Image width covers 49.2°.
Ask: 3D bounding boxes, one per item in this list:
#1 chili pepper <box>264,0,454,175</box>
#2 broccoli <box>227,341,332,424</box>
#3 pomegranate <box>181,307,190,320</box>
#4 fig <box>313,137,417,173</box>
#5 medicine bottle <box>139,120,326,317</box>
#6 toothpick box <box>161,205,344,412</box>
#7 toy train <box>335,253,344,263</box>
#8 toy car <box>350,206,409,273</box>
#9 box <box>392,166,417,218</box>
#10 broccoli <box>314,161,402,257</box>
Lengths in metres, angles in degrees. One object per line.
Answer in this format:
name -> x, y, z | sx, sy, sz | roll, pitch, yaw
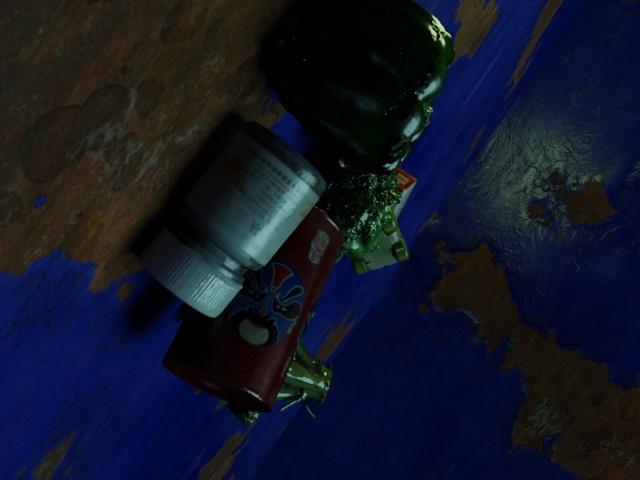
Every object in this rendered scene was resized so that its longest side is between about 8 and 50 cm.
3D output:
chili pepper -> 0.060, -0.241, 1.044 | 0.233, 0.256, 0.249 | -54, 168, -23
broccoli -> -0.115, 0.324, 1.717 | 0.321, 0.283, 0.304 | -71, -179, -74
pomegranate -> -0.171, 0.135, 1.382 | 0.204, 0.159, 0.159 | -14, 147, -24
fig -> 0.081, -0.213, 1.325 | 0.205, 0.205, 0.205 | -50, 165, -18
medicine bottle -> -0.132, -0.032, 1.068 | 0.273, 0.165, 0.165 | -51, 166, -3
toothpick box -> -0.110, 0.104, 1.216 | 0.204, 0.204, 0.334 | 92, 19, -65
toy train -> 0.000, 0.000, 1.700 | 0.071, 0.104, 0.178 | -50, 165, -2
toy car -> 0.124, -0.053, 1.778 | 0.145, 0.235, 0.235 | -18, 171, 11
box -> 0.164, -0.118, 1.908 | 0.099, 0.133, 0.182 | -38, 156, -47
broccoli -> 0.047, -0.064, 1.464 | 0.262, 0.269, 0.242 | -71, 147, -48
